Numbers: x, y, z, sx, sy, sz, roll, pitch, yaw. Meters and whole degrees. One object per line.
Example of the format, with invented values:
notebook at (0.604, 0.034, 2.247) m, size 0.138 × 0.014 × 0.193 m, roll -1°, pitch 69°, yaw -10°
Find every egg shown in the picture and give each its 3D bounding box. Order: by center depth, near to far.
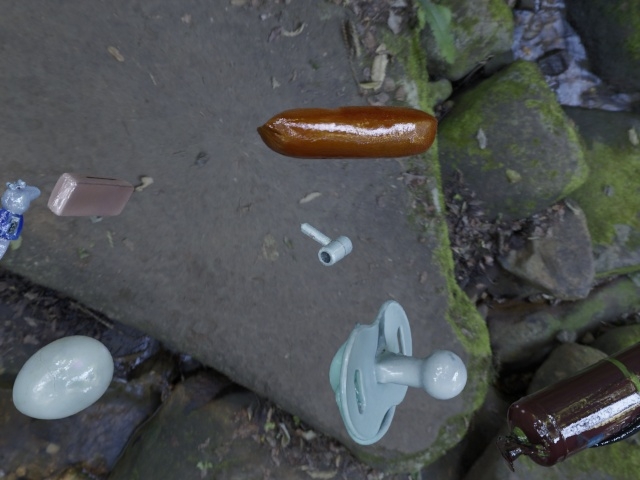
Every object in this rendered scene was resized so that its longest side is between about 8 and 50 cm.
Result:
egg at (-0.522, 0.280, 1.186) m, size 0.209 × 0.151 × 0.151 m, roll -30°, pitch 102°, yaw 0°

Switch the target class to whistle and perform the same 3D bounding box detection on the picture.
whistle at (-0.296, -0.018, 0.561) m, size 0.033 × 0.029 × 0.083 m, roll 20°, pitch 97°, yaw -51°

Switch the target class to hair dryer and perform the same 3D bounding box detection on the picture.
hair dryer at (0.000, 0.000, 1.389) m, size 0.137 × 0.082 × 0.047 m, roll 35°, pitch 129°, yaw 21°

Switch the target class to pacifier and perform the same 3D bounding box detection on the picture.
pacifier at (0.171, 0.284, 1.222) m, size 0.269 × 0.343 × 0.288 m, roll 1°, pitch 108°, yaw 33°

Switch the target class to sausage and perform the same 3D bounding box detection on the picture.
sausage at (0.050, -0.163, 0.896) m, size 0.300 × 0.089 × 0.084 m, roll -7°, pitch 103°, yaw -25°

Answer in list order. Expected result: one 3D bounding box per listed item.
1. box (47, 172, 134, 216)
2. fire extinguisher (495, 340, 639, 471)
box at (-0.263, -0.052, 0.675) m, size 0.025 × 0.115 × 0.048 m, roll 37°, pitch 102°, yaw 11°
fire extinguisher at (0.382, 0.233, 0.811) m, size 0.341 × 0.141 × 0.105 m, roll -20°, pitch 79°, yaw -15°
